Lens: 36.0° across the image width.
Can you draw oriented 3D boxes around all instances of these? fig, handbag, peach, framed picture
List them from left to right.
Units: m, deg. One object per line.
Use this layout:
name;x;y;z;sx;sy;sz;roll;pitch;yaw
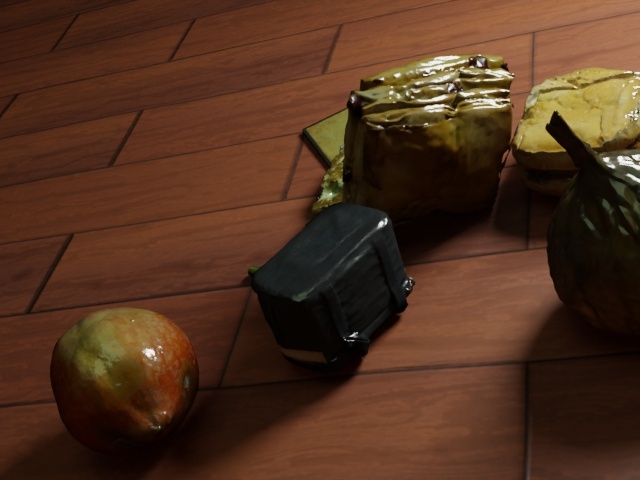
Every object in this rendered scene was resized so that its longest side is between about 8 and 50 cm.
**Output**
peach;-0.294;0.223;1.518;0.232;0.232;0.256;-35;46;-18
handbag;0.018;0.077;1.570;0.181;0.181;0.254;14;46;41
framed picture;0.126;-0.214;2.039;0.255;0.014;0.339;-26;35;-5
fig;0.419;-0.046;1.352;0.286;0.369;0.286;-26;37;21

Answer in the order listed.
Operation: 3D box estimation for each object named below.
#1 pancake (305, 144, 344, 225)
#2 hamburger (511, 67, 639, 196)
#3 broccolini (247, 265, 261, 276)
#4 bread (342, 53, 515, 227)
pancake;0.104;-0.146;1.915;0.376;0.054;0.197;-35;39;-20
hamburger;0.470;-0.186;1.713;0.259;0.145;0.283;2;46;36
broccolini;-0.008;0.003;1.800;0.271;0.062;0.123;-18;25;11
bread;0.200;-0.162;1.691;0.324;0.278;0.167;-16;37;-24
